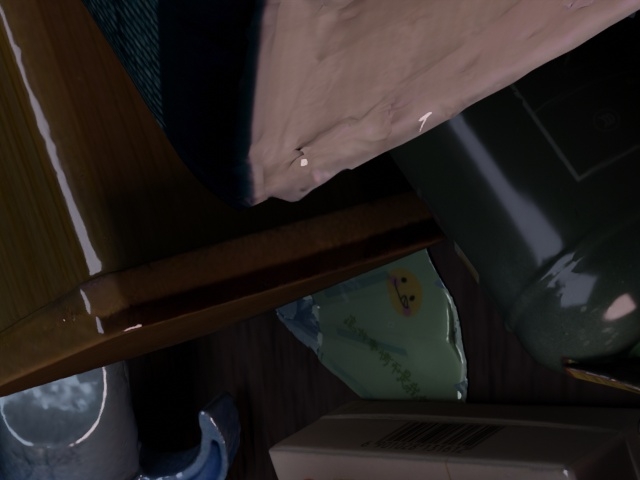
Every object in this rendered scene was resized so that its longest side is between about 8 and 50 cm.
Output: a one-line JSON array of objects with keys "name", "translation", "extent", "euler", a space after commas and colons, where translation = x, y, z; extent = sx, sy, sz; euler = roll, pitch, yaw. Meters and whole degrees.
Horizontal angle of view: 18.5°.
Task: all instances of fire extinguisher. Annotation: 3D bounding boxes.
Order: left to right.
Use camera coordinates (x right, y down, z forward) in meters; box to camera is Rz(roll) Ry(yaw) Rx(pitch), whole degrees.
[{"name": "fire extinguisher", "translation": [0.070, -0.046, 0.725], "extent": [0.095, 0.114, 0.311], "euler": [-36, 75, 7]}]

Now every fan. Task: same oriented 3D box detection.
[{"name": "fan", "translation": [0.000, 0.000, 0.924], "extent": [0.240, 0.009, 0.131], "euler": [53, 139, 20]}]

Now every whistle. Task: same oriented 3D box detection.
[{"name": "whistle", "translation": [-0.132, 0.123, 1.062], "extent": [0.180, 0.093, 0.269], "euler": [12, 129, 14]}]

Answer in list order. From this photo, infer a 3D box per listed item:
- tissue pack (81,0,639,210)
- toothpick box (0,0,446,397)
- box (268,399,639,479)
[{"name": "tissue pack", "translation": [-0.030, -0.252, 0.587], "extent": [0.416, 0.253, 0.264], "euler": [58, 167, 15]}, {"name": "toothpick box", "translation": [-0.111, -0.101, 0.868], "extent": [0.190, 0.187, 0.308], "euler": [-27, 81, 52]}, {"name": "box", "translation": [0.075, 0.142, 0.849], "extent": [0.201, 0.058, 0.141], "euler": [-7, 106, 52]}]
